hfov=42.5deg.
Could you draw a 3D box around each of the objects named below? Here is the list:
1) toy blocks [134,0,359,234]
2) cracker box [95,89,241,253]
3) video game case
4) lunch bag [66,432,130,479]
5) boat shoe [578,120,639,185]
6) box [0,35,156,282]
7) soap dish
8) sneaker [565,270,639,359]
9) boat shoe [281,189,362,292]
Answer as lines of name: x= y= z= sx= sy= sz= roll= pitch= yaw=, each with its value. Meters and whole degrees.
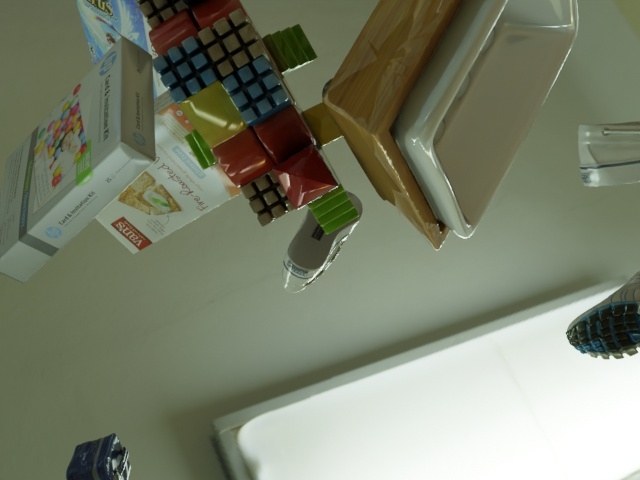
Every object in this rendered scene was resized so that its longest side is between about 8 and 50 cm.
toy blocks: x=-0.089 y=-0.163 z=0.883 sx=0.190 sy=0.261 sz=0.381 roll=-29 pitch=-87 yaw=4
cracker box: x=-0.220 y=-0.095 z=1.124 sx=0.156 sy=0.232 sz=0.067 roll=48 pitch=-150 yaw=-28
video game case: x=-0.368 y=-0.402 z=1.594 sx=0.269 sy=0.244 sz=0.061 roll=35 pitch=-124 yaw=27
lunch bag: x=-0.289 y=0.304 z=1.096 sx=0.065 sy=0.067 sz=0.098 roll=-17 pitch=-160 yaw=2
boat shoe: x=0.424 y=-0.123 z=0.933 sx=0.258 sy=0.095 sz=0.084 roll=-11 pitch=-81 yaw=3
box: x=-0.217 y=-0.070 z=0.723 sx=0.038 sy=0.186 sz=0.145 roll=32 pitch=-147 yaw=-38
soap dish: x=0.129 y=-0.166 z=0.771 sx=0.118 sy=0.229 sz=0.291 roll=24 pitch=-103 yaw=29
sneaker: x=0.368 y=0.074 z=0.952 sx=0.190 sy=0.071 sz=0.083 roll=-22 pitch=-156 yaw=-1
boat shoe: x=0.000 y=0.000 z=1.538 sx=0.096 sy=0.088 sz=0.267 roll=27 pitch=-139 yaw=0
